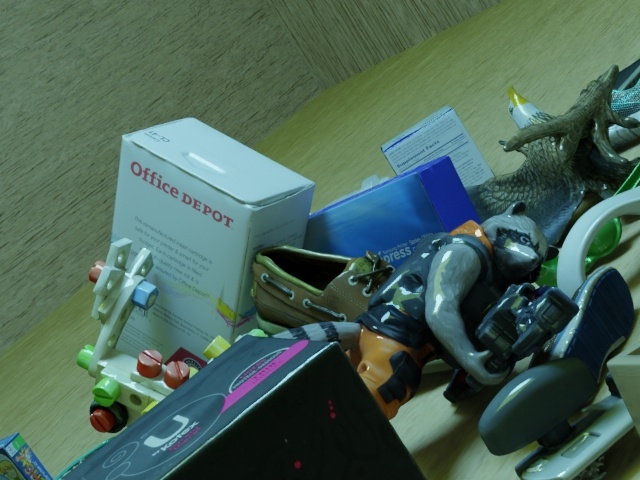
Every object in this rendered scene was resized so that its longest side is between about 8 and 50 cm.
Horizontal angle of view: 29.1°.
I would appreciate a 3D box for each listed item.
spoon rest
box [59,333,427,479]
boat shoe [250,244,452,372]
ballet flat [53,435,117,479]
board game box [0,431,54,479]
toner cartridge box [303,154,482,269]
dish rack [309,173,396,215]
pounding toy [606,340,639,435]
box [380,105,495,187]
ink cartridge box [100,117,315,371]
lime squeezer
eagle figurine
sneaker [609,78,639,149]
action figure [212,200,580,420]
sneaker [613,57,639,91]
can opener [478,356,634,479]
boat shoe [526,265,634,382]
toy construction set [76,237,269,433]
[{"bbox_3d":[0.348,-0.032,1.262,0.276,0.084,0.137,-37,13,-16],"label":"spoon rest"},{"bbox_3d":[-0.007,0.212,0.758,0.165,0.270,0.143,-38,13,-21],"label":"box"},{"bbox_3d":[0.044,0.070,1.363,0.307,0.104,0.111,5,25,33],"label":"boat shoe"},{"bbox_3d":[-0.325,0.337,1.541,0.241,0.077,0.091,-34,-17,6],"label":"ballet flat"},{"bbox_3d":[-0.437,0.343,1.649,0.201,0.136,0.035,-25,15,34],"label":"board game box"},{"bbox_3d":[0.048,0.030,1.548,0.348,0.165,0.075,-23,4,43],"label":"toner cartridge box"},{"bbox_3d":[0.000,0.000,2.053,0.286,0.072,0.333,-27,12,29],"label":"dish rack"},{"bbox_3d":[0.320,0.081,0.892,0.206,0.094,0.181,-28,5,-21],"label":"pounding toy"},{"bbox_3d":[0.180,-0.116,1.880,0.126,0.137,0.072,-32,11,5],"label":"box"},{"bbox_3d":[-0.149,0.030,1.567,0.226,0.306,0.131,29,31,28],"label":"ink cartridge box"},{"bbox_3d":[0.271,-0.014,1.323,0.310,0.110,0.059,-31,24,-23],"label":"lime squeezer"},{"bbox_3d":[0.284,-0.090,1.521,0.226,0.225,0.298,5,-28,-8],"label":"eagle figurine"},{"bbox_3d":[0.392,-0.166,1.662,0.166,0.076,0.065,-22,-22,25],"label":"sneaker"},{"bbox_3d":[0.088,0.074,1.099,0.330,0.178,0.341,-37,-8,-20],"label":"action figure"},{"bbox_3d":[0.468,-0.239,1.769,0.222,0.083,0.118,-38,13,-18],"label":"sneaker"},{"bbox_3d":[0.257,0.101,0.979,0.280,0.093,0.074,-32,10,-17],"label":"can opener"},{"bbox_3d":[0.230,0.087,1.133,0.066,0.066,0.183,-23,15,43],"label":"boat shoe"},{"bbox_3d":[-0.169,0.148,1.441,0.151,0.328,0.215,-29,-37,-43],"label":"toy construction set"}]
